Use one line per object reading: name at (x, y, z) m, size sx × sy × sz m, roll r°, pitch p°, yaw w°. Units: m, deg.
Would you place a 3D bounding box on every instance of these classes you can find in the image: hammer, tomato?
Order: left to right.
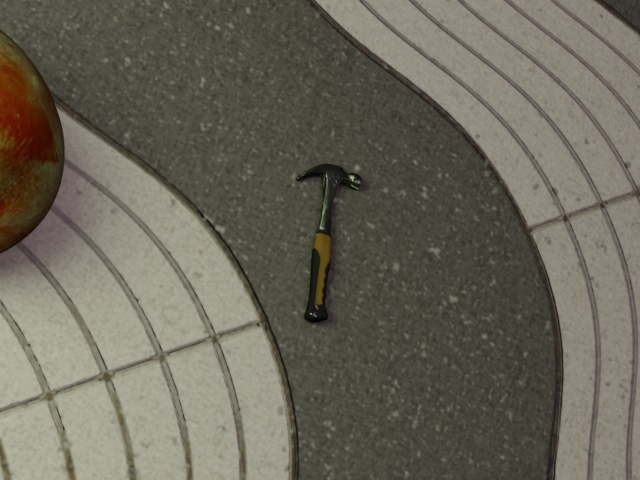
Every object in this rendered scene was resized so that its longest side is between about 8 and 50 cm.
tomato at (-0.380, -0.111, 1.417) m, size 0.270 × 0.270 × 0.222 m, roll 10°, pitch 56°, yaw -24°
hammer at (0.000, 0.000, 1.717) m, size 0.078 × 0.021 × 0.201 m, roll 18°, pitch 62°, yaw -21°
